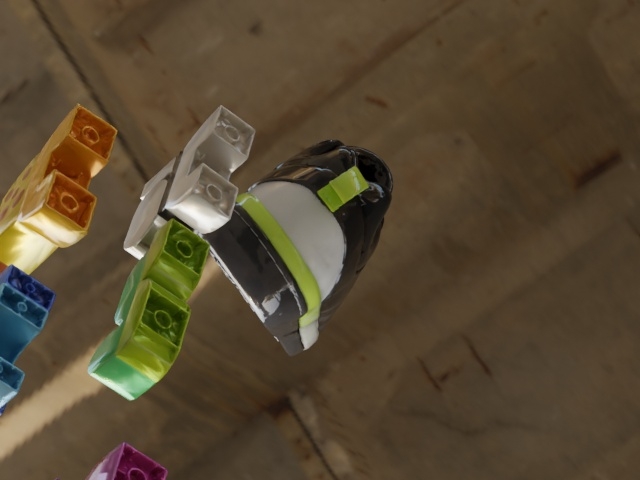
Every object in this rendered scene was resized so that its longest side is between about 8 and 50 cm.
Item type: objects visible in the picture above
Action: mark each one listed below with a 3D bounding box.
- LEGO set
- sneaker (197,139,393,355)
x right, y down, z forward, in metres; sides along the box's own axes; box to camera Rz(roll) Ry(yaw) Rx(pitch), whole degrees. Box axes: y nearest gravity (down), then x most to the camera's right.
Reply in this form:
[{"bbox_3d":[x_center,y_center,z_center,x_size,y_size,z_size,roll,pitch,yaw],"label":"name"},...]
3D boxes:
[{"bbox_3d":[-0.102,0.031,0.632,0.093,0.087,0.227,-38,-155,36],"label":"LEGO set"},{"bbox_3d":[0.000,0.000,0.868,0.097,0.235,0.084,-37,-90,-3],"label":"sneaker"}]
